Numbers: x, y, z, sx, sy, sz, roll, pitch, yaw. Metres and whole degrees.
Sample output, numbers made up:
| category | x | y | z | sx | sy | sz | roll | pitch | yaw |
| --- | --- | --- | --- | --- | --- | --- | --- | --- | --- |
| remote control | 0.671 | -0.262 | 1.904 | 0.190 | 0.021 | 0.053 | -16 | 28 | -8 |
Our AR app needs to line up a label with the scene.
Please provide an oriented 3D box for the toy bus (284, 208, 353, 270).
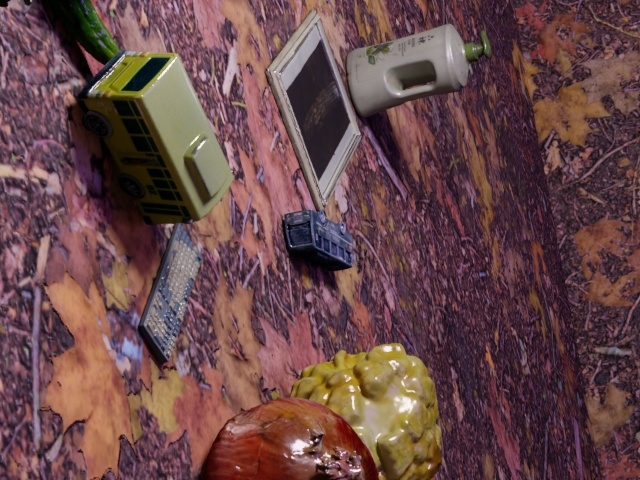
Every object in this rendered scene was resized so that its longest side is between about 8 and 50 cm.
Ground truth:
| category | x | y | z | sx | sy | sz | roll | pitch | yaw |
| --- | --- | --- | --- | --- | --- | --- | --- | --- | --- |
| toy bus | 0.000 | 0.000 | 1.946 | 0.166 | 0.047 | 0.065 | 28 | 56 | -66 |

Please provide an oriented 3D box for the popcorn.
| category | x | y | z | sx | sy | sz | roll | pitch | yaw |
| --- | --- | --- | --- | --- | --- | --- | --- | --- | --- |
| popcorn | 0.057 | 0.241 | 1.742 | 0.235 | 0.181 | 0.217 | -25 | 103 | -66 |

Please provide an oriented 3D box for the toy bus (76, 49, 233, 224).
| category | x | y | z | sx | sy | sz | roll | pitch | yaw |
| --- | --- | --- | --- | --- | --- | --- | --- | --- | --- |
| toy bus | -0.162 | -0.101 | 1.443 | 0.088 | 0.101 | 0.175 | -55 | 135 | -37 |

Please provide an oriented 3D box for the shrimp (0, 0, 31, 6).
| category | x | y | z | sx | sy | sz | roll | pitch | yaw |
| --- | --- | --- | --- | --- | --- | --- | --- | --- | --- |
| shrimp | -0.260 | -0.344 | 1.354 | 0.272 | 0.085 | 0.445 | 50 | 25 | -39 |

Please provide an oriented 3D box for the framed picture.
| category | x | y | z | sx | sy | sz | roll | pitch | yaw |
| --- | --- | --- | --- | --- | --- | --- | --- | --- | --- |
| framed picture | -0.002 | -0.199 | 2.114 | 0.293 | 0.018 | 0.231 | -65 | 138 | -61 |

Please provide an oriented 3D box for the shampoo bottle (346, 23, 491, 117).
| category | x | y | z | sx | sy | sz | roll | pitch | yaw |
| --- | --- | --- | --- | --- | --- | --- | --- | --- | --- |
| shampoo bottle | 0.164 | -0.284 | 2.306 | 0.087 | 0.234 | 0.118 | 40 | 41 | -59 |

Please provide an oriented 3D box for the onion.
| category | x | y | z | sx | sy | sz | roll | pitch | yaw |
| --- | --- | --- | --- | --- | --- | --- | --- | --- | --- |
| onion | -0.009 | 0.271 | 1.520 | 0.230 | 0.163 | 0.230 | 30 | 49 | -41 |

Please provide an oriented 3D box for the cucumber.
| category | x | y | z | sx | sy | sz | roll | pitch | yaw |
| --- | --- | --- | --- | --- | --- | --- | --- | --- | --- |
| cucumber | -0.247 | -0.234 | 1.413 | 0.039 | 0.039 | 0.168 | -79 | 147 | -50 |

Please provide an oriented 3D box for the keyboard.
| category | x | y | z | sx | sy | sz | roll | pitch | yaw |
| --- | --- | --- | --- | --- | --- | --- | --- | --- | --- |
| keyboard | -0.159 | 0.054 | 1.515 | 0.055 | 0.014 | 0.176 | 61 | 24 | -30 |
